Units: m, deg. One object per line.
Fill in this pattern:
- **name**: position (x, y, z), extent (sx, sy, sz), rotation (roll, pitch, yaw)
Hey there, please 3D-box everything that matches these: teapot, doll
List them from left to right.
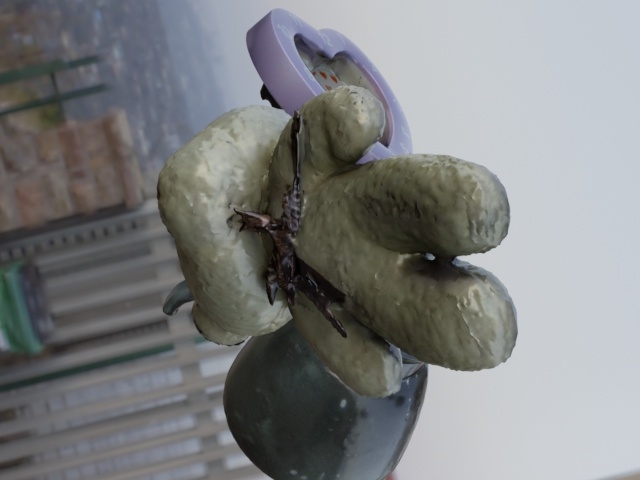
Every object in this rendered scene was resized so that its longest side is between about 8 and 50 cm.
- **doll**: position (-0.001, -0.004, 0.819), extent (0.278, 0.149, 0.175), rotation (10, -100, 46)
- **teapot**: position (0.009, 0.098, 1.487), extent (0.305, 0.223, 0.285), rotation (42, -52, 14)

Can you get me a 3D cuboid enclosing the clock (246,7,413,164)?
- **clock**: position (0.010, -0.108, 1.148), extent (0.198, 0.064, 0.172), rotation (5, 52, -60)
